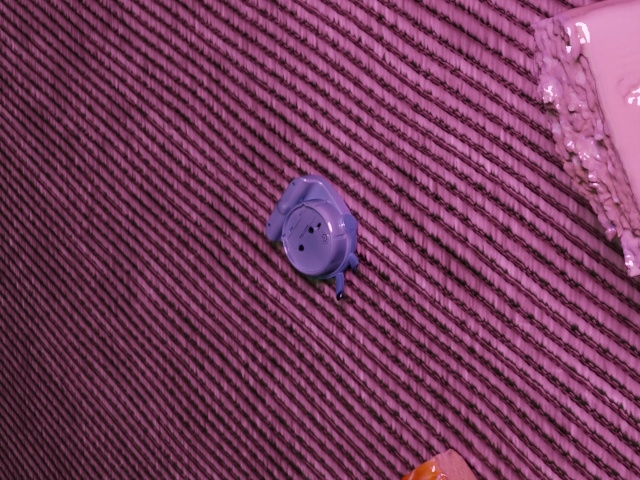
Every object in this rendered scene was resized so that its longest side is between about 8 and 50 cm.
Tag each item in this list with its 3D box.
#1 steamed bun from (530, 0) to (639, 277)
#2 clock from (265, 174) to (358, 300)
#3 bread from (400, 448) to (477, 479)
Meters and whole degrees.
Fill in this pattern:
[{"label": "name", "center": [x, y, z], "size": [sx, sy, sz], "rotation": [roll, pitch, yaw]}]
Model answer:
[{"label": "steamed bun", "center": [0.285, -0.090, 0.899], "size": [0.170, 0.200, 0.226], "rotation": [-173, 72, -84]}, {"label": "clock", "center": [0.001, 0.000, 1.281], "size": [0.147, 0.045, 0.108], "rotation": [51, 129, 25]}, {"label": "bread", "center": [0.150, 0.341, 1.174], "size": [0.125, 0.068, 0.188], "rotation": [-50, 63, 38]}]
